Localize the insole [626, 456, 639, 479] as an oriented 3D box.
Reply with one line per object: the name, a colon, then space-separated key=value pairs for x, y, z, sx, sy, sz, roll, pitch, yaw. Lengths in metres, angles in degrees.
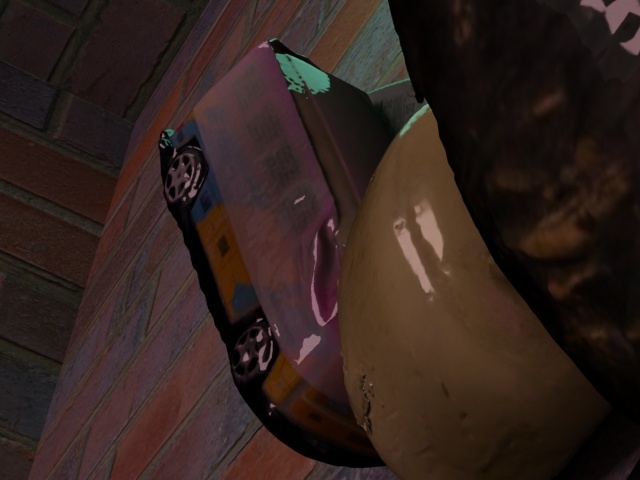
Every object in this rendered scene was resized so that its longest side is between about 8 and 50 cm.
insole: x=0.223 y=0.094 z=0.899 sx=0.253 sy=0.005 sz=0.086 roll=-61 pitch=16 yaw=17

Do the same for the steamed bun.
steamed bun: x=0.091 y=0.041 z=1.054 sx=0.232 sy=0.166 sz=0.273 roll=125 pitch=152 yaw=-52

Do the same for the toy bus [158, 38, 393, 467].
toy bus: x=0.000 y=0.000 z=1.337 sx=0.162 sy=0.171 sz=0.386 roll=-54 pitch=38 yaw=26

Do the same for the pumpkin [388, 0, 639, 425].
pumpkin: x=0.233 y=-0.121 z=0.502 sx=0.454 sy=0.344 sz=0.454 roll=0 pitch=90 yaw=44

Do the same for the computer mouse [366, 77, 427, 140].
computer mouse: x=0.062 y=-0.056 z=1.512 sx=0.288 sy=0.097 sz=0.159 roll=-16 pitch=62 yaw=55
